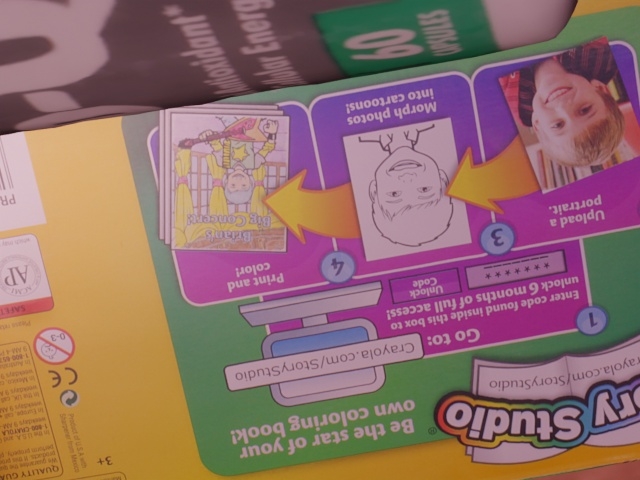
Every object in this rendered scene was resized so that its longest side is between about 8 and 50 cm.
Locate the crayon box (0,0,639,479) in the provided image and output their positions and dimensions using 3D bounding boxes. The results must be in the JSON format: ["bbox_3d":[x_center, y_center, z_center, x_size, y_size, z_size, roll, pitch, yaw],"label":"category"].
[{"bbox_3d":[0.000,0.000,0.638,0.278,0.081,0.165,-10,112,3],"label":"crayon box"}]

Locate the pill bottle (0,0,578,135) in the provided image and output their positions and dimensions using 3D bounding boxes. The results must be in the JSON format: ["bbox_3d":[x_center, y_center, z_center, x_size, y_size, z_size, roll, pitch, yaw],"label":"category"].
[{"bbox_3d":[-0.123,-0.124,0.513,0.361,0.204,0.204,-9,112,10],"label":"pill bottle"}]
